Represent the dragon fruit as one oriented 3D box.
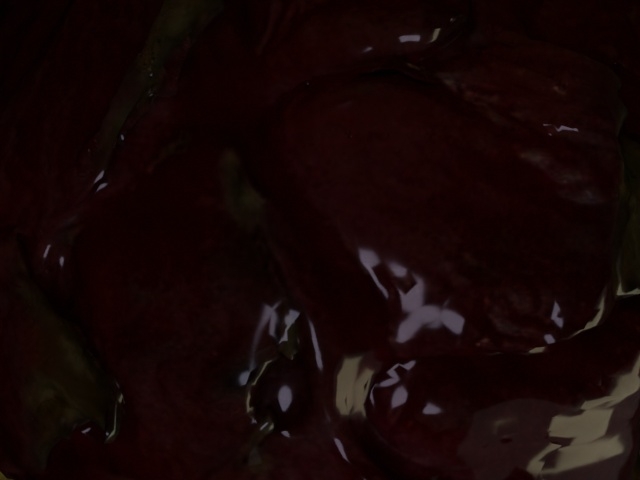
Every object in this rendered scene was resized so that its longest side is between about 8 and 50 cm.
[{"bbox_3d":[0.000,0.001,0.675,0.329,0.329,0.329,-57,-178,4],"label":"dragon fruit"}]
